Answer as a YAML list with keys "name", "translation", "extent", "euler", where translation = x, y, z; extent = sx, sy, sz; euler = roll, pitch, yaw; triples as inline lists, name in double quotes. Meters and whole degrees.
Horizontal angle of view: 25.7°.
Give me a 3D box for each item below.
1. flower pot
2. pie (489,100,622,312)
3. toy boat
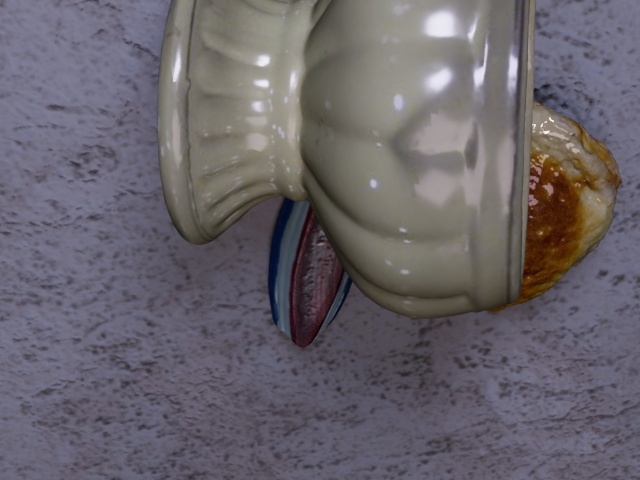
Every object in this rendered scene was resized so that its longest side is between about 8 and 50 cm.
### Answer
- name: "flower pot"
  translation: [0.027, -0.101, 0.979]
  extent: [0.244, 0.307, 0.307]
  euler: [2, 130, 8]
- name: "pie"
  translation: [0.150, -0.029, 1.179]
  extent: [0.205, 0.084, 0.179]
  euler: [-28, 128, 17]
- name: "toy boat"
  translation: [0.000, 0.000, 1.206]
  extent: [0.080, 0.046, 0.229]
  euler: [6, 130, -9]
